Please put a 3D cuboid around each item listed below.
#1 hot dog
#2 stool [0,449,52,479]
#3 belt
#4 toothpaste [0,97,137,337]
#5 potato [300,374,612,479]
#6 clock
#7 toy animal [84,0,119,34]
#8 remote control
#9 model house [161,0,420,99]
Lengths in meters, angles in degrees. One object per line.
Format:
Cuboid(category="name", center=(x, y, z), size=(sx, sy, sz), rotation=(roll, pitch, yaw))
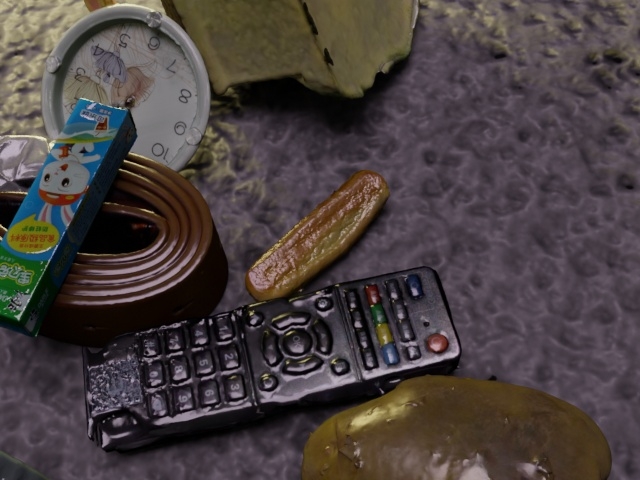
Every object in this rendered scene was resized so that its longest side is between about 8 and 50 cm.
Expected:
Cuboid(category="hot dog", center=(0.000, 0.000, 1.065), size=(0.066, 0.047, 0.215), rotation=(42, 70, 9))
Cuboid(category="stool", center=(-0.379, 0.341, 0.754), size=(0.297, 0.297, 0.330), rotation=(11, 55, 12))
Cuboid(category="belt", center=(-0.278, -0.003, 1.048), size=(0.338, 0.122, 0.217), rotation=(12, 61, 12))
Cuboid(category="toothpaste", center=(-0.279, -0.030, 0.970), size=(0.065, 0.050, 0.267), rotation=(17, 65, 9))
Cuboid(category="potato", center=(0.128, 0.222, 0.862), size=(0.296, 0.141, 0.192), rotation=(-2, 55, 7))
Cuboid(category="clock", center=(-0.240, -0.177, 1.149), size=(0.236, 0.053, 0.236), rotation=(2, 97, 16))
Cuboid(category="toy animal", center=(-0.274, -0.271, 1.192), size=(0.070, 0.159, 0.083), rotation=(14, 54, 11))
Cuboid(category="remote control", center=(-0.051, 0.133, 0.977), size=(0.398, 0.062, 0.145), rotation=(-12, 59, -4))
Cuboid(category="model house", center=(-0.052, -0.322, 1.193), size=(0.266, 0.261, 0.321), rotation=(-3, 36, 33))
